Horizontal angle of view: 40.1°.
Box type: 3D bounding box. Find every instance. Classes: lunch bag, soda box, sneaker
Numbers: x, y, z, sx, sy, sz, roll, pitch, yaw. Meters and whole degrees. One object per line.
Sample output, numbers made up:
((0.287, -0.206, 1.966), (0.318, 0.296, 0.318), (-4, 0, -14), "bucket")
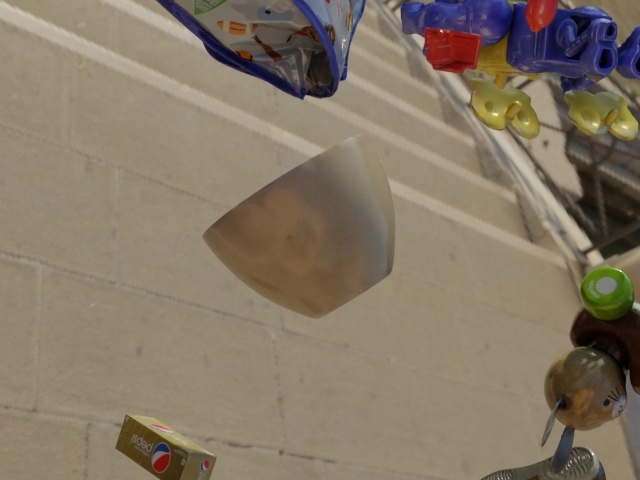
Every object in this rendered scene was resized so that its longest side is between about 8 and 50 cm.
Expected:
((-0.066, -0.414, 1.167), (0.385, 0.239, 0.327), (33, 64, -47), "lunch bag")
((-0.245, 0.332, 1.376), (0.058, 0.181, 0.061), (21, 87, -44), "soda box")
((0.333, 0.401, 1.329), (0.118, 0.222, 0.083), (54, 22, -29), "sneaker")

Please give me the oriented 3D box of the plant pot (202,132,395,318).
((0.000, 0.000, 1.273), (0.191, 0.284, 0.284), (57, 38, 2), "plant pot")

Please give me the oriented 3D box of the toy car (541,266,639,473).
((0.291, 0.153, 0.893), (0.188, 0.149, 0.155), (-47, 139, -13), "toy car")

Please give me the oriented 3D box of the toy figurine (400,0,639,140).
((0.196, -0.194, 0.718), (0.363, 0.217, 0.191), (-3, 107, -30), "toy figurine")
